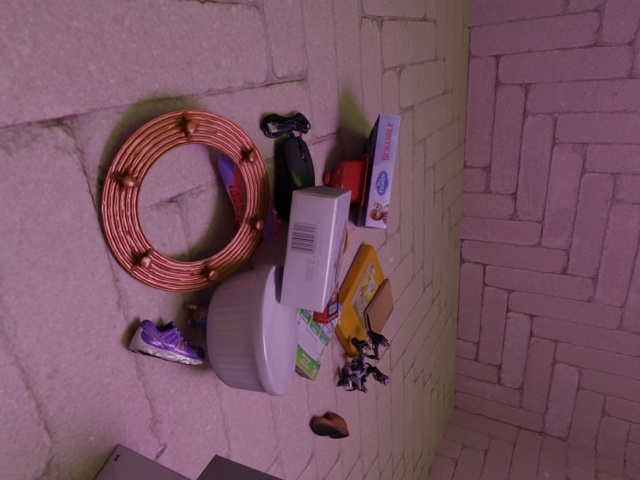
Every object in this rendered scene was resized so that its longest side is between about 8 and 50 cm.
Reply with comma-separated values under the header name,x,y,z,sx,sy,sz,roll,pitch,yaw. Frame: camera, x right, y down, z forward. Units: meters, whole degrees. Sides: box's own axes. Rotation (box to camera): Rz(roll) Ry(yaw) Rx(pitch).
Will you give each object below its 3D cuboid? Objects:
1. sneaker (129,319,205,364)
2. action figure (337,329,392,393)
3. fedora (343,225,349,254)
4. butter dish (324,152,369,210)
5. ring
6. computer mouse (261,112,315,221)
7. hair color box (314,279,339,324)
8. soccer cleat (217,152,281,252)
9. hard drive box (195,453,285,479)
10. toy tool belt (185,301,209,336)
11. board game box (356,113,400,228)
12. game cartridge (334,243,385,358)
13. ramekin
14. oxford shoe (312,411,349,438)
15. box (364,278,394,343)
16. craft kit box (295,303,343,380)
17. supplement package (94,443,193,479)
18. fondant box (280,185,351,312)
name,x,y,z,sx,sy,sz,roll,pitch,yaw
sneaker,-0.273,0.191,0.819,0.170,0.068,0.071,45,53,-54
action figure,0.151,0.454,1.512,0.164,0.141,0.276,-10,126,-26
fedora,0.034,-0.005,1.295,0.194,0.079,0.195,-21,114,-58
butter dish,0.070,-0.175,1.292,0.160,0.118,0.160,178,-82,-78
ring,-0.220,-0.064,0.795,0.336,0.032,0.337,-17,114,-42
computer mouse,-0.061,-0.178,1.093,0.188,0.072,0.273,-28,121,-56
hair color box,0.019,0.158,1.239,0.072,0.043,0.141,-19,113,-57
soccer cleat,-0.159,-0.077,0.942,0.095,0.083,0.248,-59,146,-27
hard drive box,-0.074,0.450,0.658,0.089,0.232,0.181,-45,133,-52
toy tool belt,-0.242,0.161,0.880,0.083,0.052,0.051,46,49,-54
board game box,0.174,-0.196,1.369,0.318,0.065,0.319,-32,129,-89
game cartridge,0.146,0.224,1.579,0.324,0.052,0.285,-63,145,-32
ramekin,-0.138,0.186,0.921,0.273,0.127,0.273,-4,90,-81
oxford shoe,0.028,0.615,1.472,0.212,0.076,0.076,48,26,-51
box,0.227,0.268,1.664,0.201,0.021,0.165,-49,138,-41
craft kit box,-0.034,0.245,1.266,0.250,0.060,0.247,60,44,-48
supplement package,-0.275,0.527,0.757,0.198,0.199,0.263,-60,144,-35
fondant box,0.000,0.000,1.020,0.330,0.096,0.239,-41,139,-77
